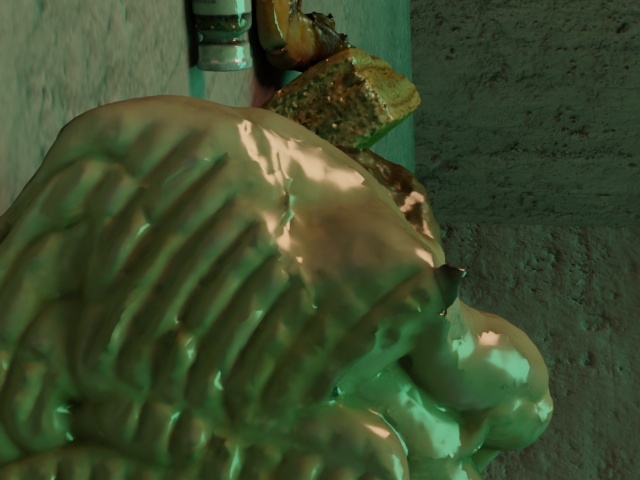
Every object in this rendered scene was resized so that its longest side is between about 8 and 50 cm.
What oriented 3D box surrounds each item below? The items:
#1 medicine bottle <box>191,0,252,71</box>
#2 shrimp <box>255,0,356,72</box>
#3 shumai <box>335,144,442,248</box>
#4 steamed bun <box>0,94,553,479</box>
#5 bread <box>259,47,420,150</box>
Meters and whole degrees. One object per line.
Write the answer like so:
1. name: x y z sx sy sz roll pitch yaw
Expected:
1. medicine bottle: -0.082 -0.234 0.781 0.051 0.051 0.191 -63 153 -68
2. shrimp: -0.023 -0.274 1.106 0.289 0.075 0.178 -6 96 -67
3. shumai: -0.050 0.012 0.798 0.261 0.222 0.225 -4 -111 63
4. steamed bun: -0.041 0.107 0.445 0.206 0.275 0.319 82 13 -85
5. bread: 0.026 -0.144 1.083 0.102 0.138 0.196 58 22 0
